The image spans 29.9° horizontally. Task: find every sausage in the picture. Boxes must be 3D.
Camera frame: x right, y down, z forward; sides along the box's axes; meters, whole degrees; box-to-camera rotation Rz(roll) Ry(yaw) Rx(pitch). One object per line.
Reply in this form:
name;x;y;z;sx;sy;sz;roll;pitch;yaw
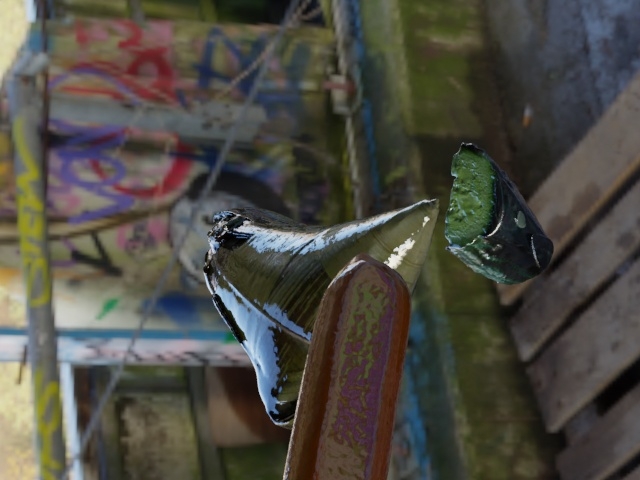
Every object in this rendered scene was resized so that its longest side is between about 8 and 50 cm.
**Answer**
sausage;0.011;0.066;0.489;0.039;0.041;0.131;94;-174;-63

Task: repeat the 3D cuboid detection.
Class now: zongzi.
zongzi;0.000;0.000;1.235;0.289;0.154;0.317;54;132;37

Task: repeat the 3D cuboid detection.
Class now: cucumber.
cucumber;0.215;-0.018;1.423;0.086;0.193;0.115;15;73;39
